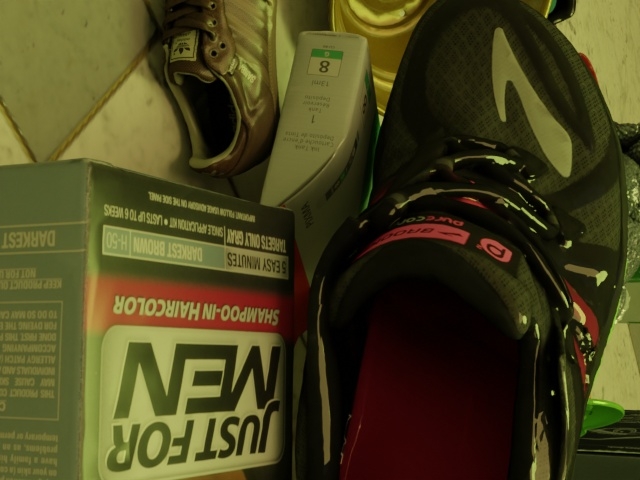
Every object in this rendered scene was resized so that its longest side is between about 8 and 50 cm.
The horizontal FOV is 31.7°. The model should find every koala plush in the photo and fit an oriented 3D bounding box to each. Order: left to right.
[{"bbox_3d":[0.353,-0.018,1.376,0.221,0.203,0.196,-56,137,-31],"label":"koala plush"}]

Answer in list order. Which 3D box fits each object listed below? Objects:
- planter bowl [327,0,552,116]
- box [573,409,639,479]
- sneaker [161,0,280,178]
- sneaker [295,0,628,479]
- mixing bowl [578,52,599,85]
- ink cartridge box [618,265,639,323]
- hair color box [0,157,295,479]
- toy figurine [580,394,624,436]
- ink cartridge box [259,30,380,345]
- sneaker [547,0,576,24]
[{"bbox_3d":[0.079,-0.210,0.912,0.217,0.090,0.217,-14,119,-26],"label":"planter bowl"},{"bbox_3d":[0.388,0.291,1.430,0.207,0.153,0.108,-15,101,-61],"label":"box"},{"bbox_3d":[-0.066,-0.131,0.695,0.071,0.066,0.188,-38,120,-59],"label":"sneaker"},{"bbox_3d":[0.094,0.026,0.658,0.202,0.185,0.483,80,17,-58],"label":"sneaker"},{"bbox_3d":[0.253,-0.115,1.266,0.181,0.098,0.181,8,81,-61],"label":"mixing bowl"},{"bbox_3d":[0.437,0.013,1.547,0.208,0.153,0.087,-63,141,-42],"label":"ink cartridge box"},{"bbox_3d":[-0.103,0.161,0.550,0.185,0.113,0.374,11,78,-62],"label":"hair color box"},{"bbox_3d":[0.266,0.131,1.278,0.173,0.130,0.159,78,10,-66],"label":"toy figurine"},{"bbox_3d":[0.000,0.000,0.773,0.181,0.056,0.225,75,22,-61],"label":"ink cartridge box"},{"bbox_3d":[0.157,-0.264,1.072,0.302,0.121,0.108,6,83,-61],"label":"sneaker"}]
